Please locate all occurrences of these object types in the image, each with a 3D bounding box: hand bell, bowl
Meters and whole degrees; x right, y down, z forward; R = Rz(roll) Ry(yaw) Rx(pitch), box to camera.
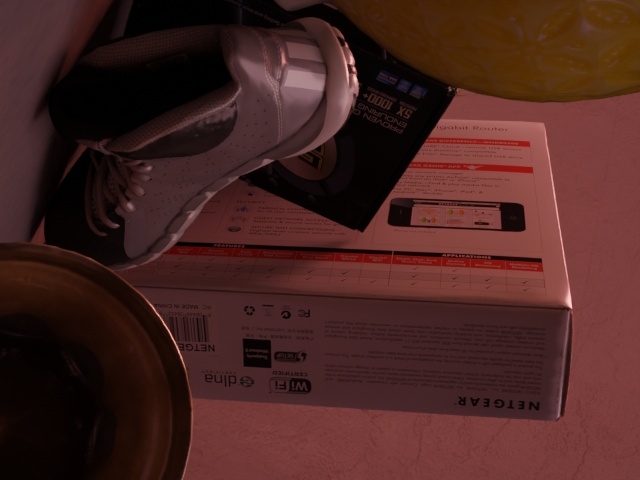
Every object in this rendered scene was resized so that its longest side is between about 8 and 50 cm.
[{"bbox_3d":[-0.156,0.088,0.489,0.242,0.126,0.126,-27,-144,61],"label":"hand bell"},{"bbox_3d":[0.037,-0.185,0.503,0.156,0.289,0.289,-16,-157,16],"label":"bowl"}]

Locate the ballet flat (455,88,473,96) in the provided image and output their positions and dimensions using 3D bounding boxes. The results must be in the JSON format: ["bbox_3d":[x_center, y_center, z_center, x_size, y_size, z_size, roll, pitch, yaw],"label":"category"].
[{"bbox_3d":[0.116,-0.213,0.809,0.483,0.182,0.164,122,-8,-54],"label":"ballet flat"}]

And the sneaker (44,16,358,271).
[{"bbox_3d":[-0.102,-0.051,0.565,0.228,0.086,0.132,-32,163,32],"label":"sneaker"}]

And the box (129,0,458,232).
[{"bbox_3d":[-0.020,-0.105,0.664,0.147,0.180,0.077,123,-11,-52],"label":"box"}]

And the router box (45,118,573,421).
[{"bbox_3d":[0.000,0.000,0.795,0.301,0.335,0.082,-73,164,-62],"label":"router box"}]
